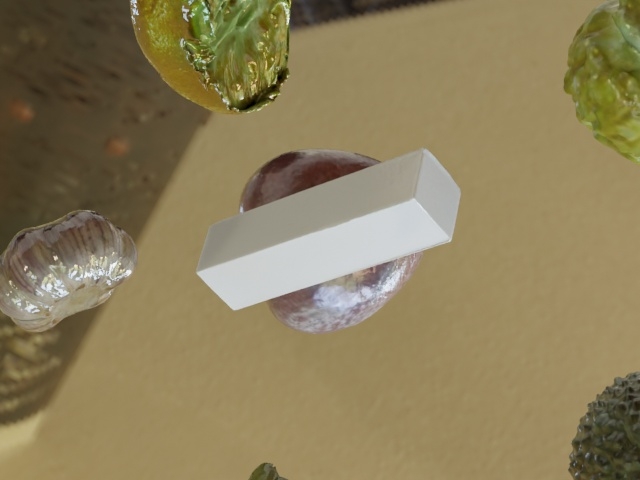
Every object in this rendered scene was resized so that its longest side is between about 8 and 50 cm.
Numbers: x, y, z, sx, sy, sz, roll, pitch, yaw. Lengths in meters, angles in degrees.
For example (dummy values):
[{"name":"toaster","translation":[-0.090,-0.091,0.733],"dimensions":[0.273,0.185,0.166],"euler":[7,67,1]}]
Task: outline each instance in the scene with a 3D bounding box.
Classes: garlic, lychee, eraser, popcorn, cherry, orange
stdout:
[{"name":"garlic","translation":[-0.281,0.027,2.074],"dimensions":[0.102,0.159,0.147],"euler":[62,-161,19]},{"name":"lychee","translation":[0.430,0.277,2.356],"dimensions":[0.255,0.255,0.274],"euler":[39,-173,11]},{"name":"eraser","translation":[0.006,-0.009,2.114],"dimensions":[0.076,0.298,0.078],"euler":[46,-140,-33]},{"name":"popcorn","translation":[0.380,-0.176,2.123],"dimensions":[0.221,0.183,0.204],"euler":[7,-118,-18]},{"name":"cherry","translation":[0.000,0.000,2.481],"dimensions":[0.285,0.236,0.213],"euler":[-9,-166,-11]},{"name":"orange","translation":[-0.157,-0.333,2.632],"dimensions":[0.196,0.334,0.262],"euler":[-1,-135,11]}]

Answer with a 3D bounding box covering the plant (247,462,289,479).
[{"name":"plant","translation":[-0.063,0.392,1.936],"dimensions":[0.261,0.297,0.306],"euler":[-37,-96,-14]}]
